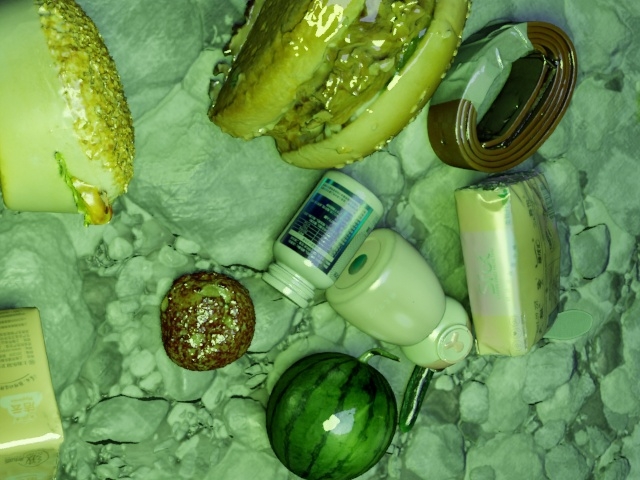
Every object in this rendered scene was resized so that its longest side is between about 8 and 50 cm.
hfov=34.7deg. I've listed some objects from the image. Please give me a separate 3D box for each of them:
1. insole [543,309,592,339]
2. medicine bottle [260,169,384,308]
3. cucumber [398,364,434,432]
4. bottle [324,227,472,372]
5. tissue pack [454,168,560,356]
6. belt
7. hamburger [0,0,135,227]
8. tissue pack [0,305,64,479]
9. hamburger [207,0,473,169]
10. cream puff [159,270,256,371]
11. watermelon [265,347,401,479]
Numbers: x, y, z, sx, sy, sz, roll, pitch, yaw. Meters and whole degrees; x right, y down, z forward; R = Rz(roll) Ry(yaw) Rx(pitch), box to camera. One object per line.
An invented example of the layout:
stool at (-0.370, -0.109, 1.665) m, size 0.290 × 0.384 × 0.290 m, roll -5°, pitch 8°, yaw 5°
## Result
insole at (0.395, 0.141, 1.718) m, size 0.153 × 0.002 × 0.053 m, roll 3°, pitch 94°, yaw -22°
medicine bottle at (0.000, 0.000, 1.486) m, size 0.107 × 0.107 × 0.191 m, roll 38°, pitch 83°, yaw -21°
cucumber at (0.161, 0.216, 1.615) m, size 0.036 × 0.033 × 0.184 m, roll 23°, pitch 84°, yaw -3°
bottle at (0.134, 0.104, 1.533) m, size 0.236 × 0.147 × 0.147 m, roll 41°, pitch 79°, yaw -23°
tissue pack at (0.294, 0.027, 1.559) m, size 0.215 × 0.123 × 0.256 m, roll -22°, pitch 103°, yaw -60°
belt at (0.277, -0.225, 1.584) m, size 0.184 × 0.105 × 0.261 m, roll 36°, pitch 84°, yaw -23°
hamburger at (-0.324, -0.165, 1.255) m, size 0.179 × 0.276 × 0.294 m, roll -14°, pitch 111°, yaw -14°
tissue pack at (-0.493, 0.235, 1.271) m, size 0.306 × 0.238 × 0.238 m, roll -6°, pitch 97°, yaw -22°
hamburger at (0.064, -0.294, 1.396) m, size 0.268 × 0.287 × 0.445 m, roll 31°, pitch 87°, yaw -24°
cream puff at (-0.158, 0.115, 1.447) m, size 0.149 × 0.084 × 0.149 m, roll -2°, pitch 94°, yaw -24°
watermelon at (0.020, 0.243, 1.476) m, size 0.188 × 0.188 × 0.214 m, roll 24°, pitch 88°, yaw -22°
